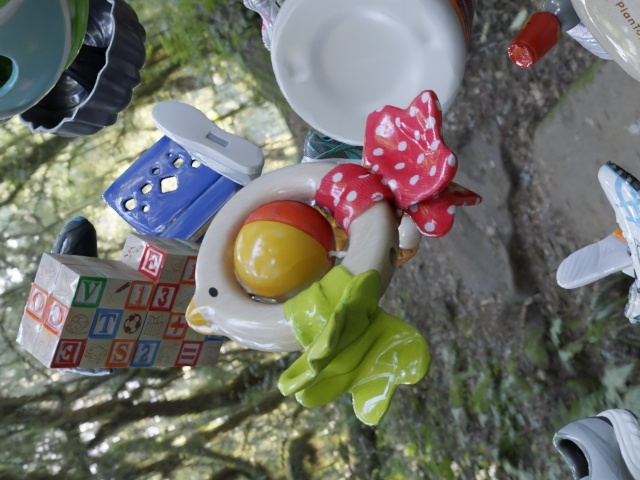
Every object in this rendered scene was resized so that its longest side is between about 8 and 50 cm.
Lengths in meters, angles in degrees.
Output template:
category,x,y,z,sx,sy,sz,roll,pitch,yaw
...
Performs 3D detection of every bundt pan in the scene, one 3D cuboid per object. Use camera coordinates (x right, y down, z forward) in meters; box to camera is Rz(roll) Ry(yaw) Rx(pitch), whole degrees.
category,x,y,z,sx,sy,sz,roll,pitch,yaw
bundt pan,-0.472,-0.353,1.658,0.124,0.330,0.331,20,-141,-50

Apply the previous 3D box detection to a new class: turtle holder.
category,x,y,z,sx,sy,sz,roll,pitch,yaw
turtle holder,-0.344,-0.244,0.788,0.243,0.320,0.228,40,-143,-20

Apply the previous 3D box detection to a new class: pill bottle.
category,x,y,z,sx,sy,sz,roll,pitch,yaw
pill bottle,0.089,-0.312,1.056,0.392,0.223,0.224,-71,-37,-50

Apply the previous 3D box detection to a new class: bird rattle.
category,x,y,z,sx,sy,sz,roll,pitch,yaw
bird rattle,0.000,0.000,0.626,0.143,0.206,0.254,49,-131,-58

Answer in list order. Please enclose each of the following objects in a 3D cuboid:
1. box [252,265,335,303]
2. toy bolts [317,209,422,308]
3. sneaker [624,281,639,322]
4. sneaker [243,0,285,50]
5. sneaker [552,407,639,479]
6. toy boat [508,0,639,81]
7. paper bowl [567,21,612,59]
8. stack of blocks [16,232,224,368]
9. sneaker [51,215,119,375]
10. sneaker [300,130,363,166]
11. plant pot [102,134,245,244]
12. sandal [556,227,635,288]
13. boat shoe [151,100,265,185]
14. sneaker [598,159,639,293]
category,x,y,z,sx,sy,sz,roll,pitch,yaw
box,-0.056,0.028,1.282,0.072,0.126,0.137,111,144,-47
toy bolts,0.067,0.035,1.498,0.158,0.218,0.229,-27,45,65
sneaker,0.763,0.154,1.875,0.275,0.109,0.107,0,-75,-63
sneaker,-0.067,-0.456,1.589,0.111,0.103,0.252,17,163,22
sneaker,0.350,0.326,0.946,0.100,0.107,0.272,96,164,-48
toy boat,0.389,-0.321,1.093,0.267,0.148,0.318,50,157,-18
paper bowl,0.572,-0.452,1.459,0.148,0.284,0.284,28,-158,-29
stack of blocks,-0.253,0.084,1.158,0.087,0.171,0.297,25,-171,37
sneaker,-0.469,0.117,1.699,0.125,0.139,0.341,-40,-44,-65
sneaker,0.042,-0.171,1.503,0.065,0.166,0.076,22,116,58
plant pot,-0.238,-0.057,1.612,0.212,0.236,0.236,45,178,34
sandal,0.561,0.029,1.498,0.076,0.265,0.102,38,-138,-29
boat shoe,-0.162,-0.136,1.177,0.063,0.184,0.066,106,-168,-52
sneaker,0.403,0.010,1.005,0.237,0.086,0.085,60,-155,11
